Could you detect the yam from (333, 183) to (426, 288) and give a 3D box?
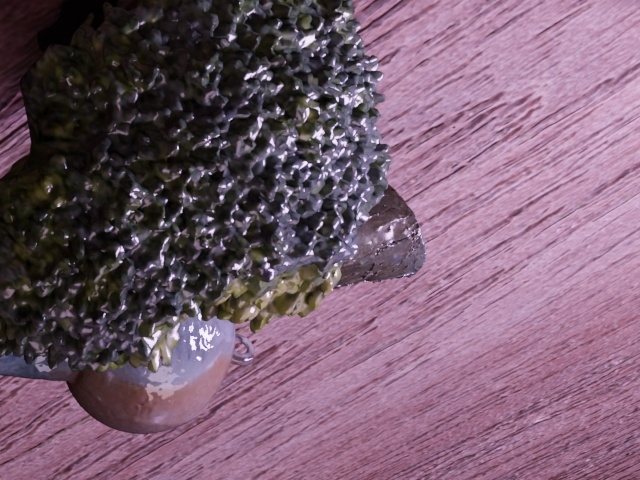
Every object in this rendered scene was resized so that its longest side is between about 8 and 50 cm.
[{"bbox_3d":[0.000,0.000,1.469,0.183,0.107,0.107,-13,150,-22],"label":"yam"}]

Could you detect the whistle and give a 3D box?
[{"bbox_3d":[-0.213,0.070,1.389,0.348,0.189,0.189,9,141,-24],"label":"whistle"}]

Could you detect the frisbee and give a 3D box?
[{"bbox_3d":[-0.122,-0.211,1.117,0.187,0.012,0.211,-18,151,-9],"label":"frisbee"}]

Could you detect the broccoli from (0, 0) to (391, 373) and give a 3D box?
[{"bbox_3d":[-0.096,-0.032,1.114,0.375,0.249,0.302,-55,-176,-36],"label":"broccoli"}]
